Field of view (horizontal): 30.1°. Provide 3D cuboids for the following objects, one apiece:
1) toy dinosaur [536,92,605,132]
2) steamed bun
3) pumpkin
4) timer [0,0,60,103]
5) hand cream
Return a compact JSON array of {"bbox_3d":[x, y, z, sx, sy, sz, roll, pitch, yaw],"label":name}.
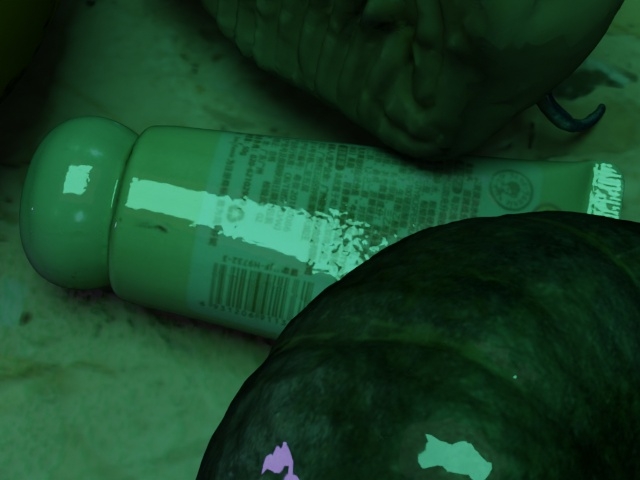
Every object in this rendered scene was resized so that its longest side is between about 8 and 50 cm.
[{"bbox_3d":[0.157,-0.232,0.751,0.147,0.076,0.363,21,62,9],"label":"toy dinosaur"},{"bbox_3d":[0.036,-0.228,0.594,0.219,0.310,0.324,-36,49,-24],"label":"steamed bun"},{"bbox_3d":[0.095,0.129,0.452,0.300,0.207,0.300,12,64,-25],"label":"pumpkin"},{"bbox_3d":[-0.289,-0.203,0.621,0.376,0.376,0.387,1,39,2],"label":"timer"},{"bbox_3d":[0.000,0.000,0.620,0.305,0.093,0.147,10,70,5],"label":"hand cream"}]
